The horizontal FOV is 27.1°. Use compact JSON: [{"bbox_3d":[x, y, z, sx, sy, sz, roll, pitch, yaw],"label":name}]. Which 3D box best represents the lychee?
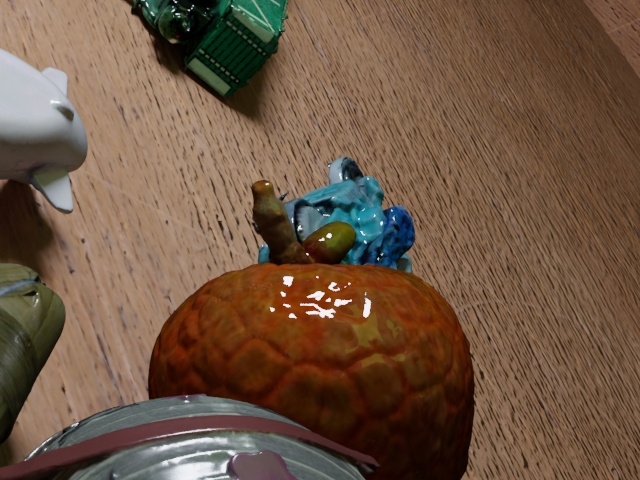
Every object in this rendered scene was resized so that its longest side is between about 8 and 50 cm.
[{"bbox_3d":[-0.006,0.107,0.995,0.255,0.255,0.300,7,61,-52],"label":"lychee"}]

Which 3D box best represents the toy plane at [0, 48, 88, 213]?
[{"bbox_3d":[-0.288,-0.099,0.999,0.267,0.122,0.267,29,48,-38],"label":"toy plane"}]

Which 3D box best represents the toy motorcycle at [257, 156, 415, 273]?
[{"bbox_3d":[0.027,0.034,1.266,0.206,0.154,0.260,68,21,-8],"label":"toy motorcycle"}]

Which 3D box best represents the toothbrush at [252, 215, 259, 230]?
[{"bbox_3d":[0.000,0.000,1.400,0.193,0.013,0.019,17,45,-44],"label":"toothbrush"}]

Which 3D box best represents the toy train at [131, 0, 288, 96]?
[{"bbox_3d":[-0.115,-0.283,1.519,0.154,0.115,0.269,32,28,-15],"label":"toy train"}]

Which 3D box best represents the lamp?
[{"bbox_3d":[-0.072,0.205,0.784,0.265,0.233,0.233,10,41,-28],"label":"lamp"}]

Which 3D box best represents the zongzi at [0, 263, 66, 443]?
[{"bbox_3d":[-0.286,0.048,0.808,0.242,0.112,0.221,39,29,-12],"label":"zongzi"}]
